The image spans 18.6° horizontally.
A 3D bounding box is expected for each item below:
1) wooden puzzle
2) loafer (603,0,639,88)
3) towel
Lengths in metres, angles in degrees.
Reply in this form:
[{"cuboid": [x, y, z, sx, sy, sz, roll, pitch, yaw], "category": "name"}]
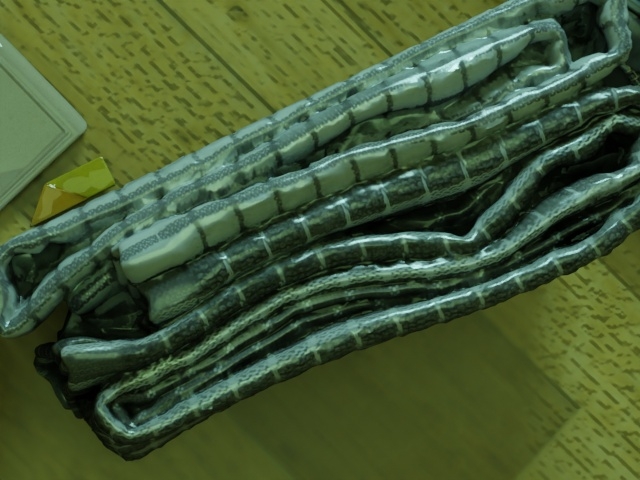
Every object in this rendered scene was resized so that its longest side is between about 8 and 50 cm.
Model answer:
[{"cuboid": [-0.161, -0.055, 0.958, 0.078, 0.014, 0.116, -37, 90, -12], "category": "wooden puzzle"}, {"cuboid": [0.156, -0.079, 0.972, 0.170, 0.062, 0.061, 34, 88, -1], "category": "loafer"}, {"cuboid": [0.000, 0.000, 0.862, 0.284, 0.235, 0.121, -26, 93, -8], "category": "towel"}]
